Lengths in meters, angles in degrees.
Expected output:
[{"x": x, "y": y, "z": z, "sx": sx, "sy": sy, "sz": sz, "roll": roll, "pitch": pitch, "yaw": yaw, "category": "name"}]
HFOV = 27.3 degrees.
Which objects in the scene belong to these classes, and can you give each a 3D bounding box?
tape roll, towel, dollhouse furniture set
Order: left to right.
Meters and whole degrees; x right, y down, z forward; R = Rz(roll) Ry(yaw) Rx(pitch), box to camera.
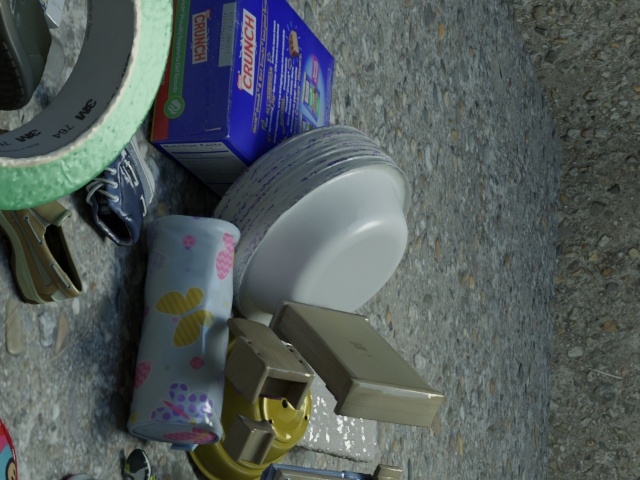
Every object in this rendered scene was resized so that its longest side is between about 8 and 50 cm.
[{"x": -0.276, "y": -0.190, "z": 1.182, "sx": 0.321, "sy": 0.077, "sz": 0.321, "roll": -25, "pitch": 126, "yaw": -42, "category": "tape roll"}, {"x": -0.048, "y": 0.251, "z": 1.595, "sx": 0.286, "sy": 0.198, "sz": 0.303, "roll": 13, "pitch": 108, "yaw": -34, "category": "dollhouse furniture set"}, {"x": -0.010, "y": 0.210, "z": 1.880, "sx": 0.282, "sy": 0.049, "sz": 0.187, "roll": 20, "pitch": 67, "yaw": -44, "category": "towel"}]

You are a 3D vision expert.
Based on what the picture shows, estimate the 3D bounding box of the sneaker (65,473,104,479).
[{"x": -0.226, "y": 0.352, "z": 1.327, "sx": 0.103, "sy": 0.111, "sz": 0.252, "roll": 57, "pitch": 34, "yaw": -49, "category": "sneaker"}]

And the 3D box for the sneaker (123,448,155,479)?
[{"x": -0.206, "y": 0.277, "z": 1.517, "sx": 0.035, "sy": 0.031, "sz": 0.083, "roll": -64, "pitch": 149, "yaw": -76, "category": "sneaker"}]

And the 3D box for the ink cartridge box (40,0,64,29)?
[{"x": -0.297, "y": -0.290, "z": 1.410, "sx": 0.063, "sy": 0.029, "sz": 0.115, "roll": 50, "pitch": 40, "yaw": -55, "category": "ink cartridge box"}]

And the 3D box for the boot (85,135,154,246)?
[{"x": -0.236, "y": -0.078, "z": 1.458, "sx": 0.190, "sy": 0.069, "sz": 0.086, "roll": 62, "pitch": 28, "yaw": -48, "category": "boot"}]

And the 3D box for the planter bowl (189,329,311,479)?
[{"x": -0.075, "y": 0.211, "z": 1.697, "sx": 0.217, "sy": 0.090, "sz": 0.217, "roll": 8, "pitch": 80, "yaw": -51, "category": "planter bowl"}]

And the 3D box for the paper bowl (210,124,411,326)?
[{"x": 0.000, "y": 0.000, "z": 1.726, "sx": 0.148, "sy": 0.284, "sz": 0.284, "roll": 47, "pitch": 4, "yaw": 29, "category": "paper bowl"}]

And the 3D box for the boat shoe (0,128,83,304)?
[{"x": -0.283, "y": -0.027, "z": 1.324, "sx": 0.068, "sy": 0.072, "sz": 0.190, "roll": -59, "pitch": 138, "yaw": -56, "category": "boat shoe"}]

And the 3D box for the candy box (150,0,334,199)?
[{"x": -0.096, "y": -0.194, "z": 1.773, "sx": 0.317, "sy": 0.122, "sz": 0.268, "roll": 44, "pitch": 47, "yaw": -61, "category": "candy box"}]

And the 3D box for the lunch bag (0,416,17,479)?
[{"x": -0.364, "y": 0.187, "z": 1.005, "sx": 0.293, "sy": 0.120, "sz": 0.258, "roll": -66, "pitch": 144, "yaw": -50, "category": "lunch bag"}]

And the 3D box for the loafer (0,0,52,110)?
[{"x": -0.325, "y": -0.257, "z": 1.251, "sx": 0.092, "sy": 0.101, "sz": 0.269, "roll": -66, "pitch": 154, "yaw": -53, "category": "loafer"}]

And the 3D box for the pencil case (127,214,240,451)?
[{"x": -0.161, "y": 0.105, "z": 1.554, "sx": 0.124, "sy": 0.113, "sz": 0.273, "roll": 111, "pitch": -16, "yaw": -67, "category": "pencil case"}]
